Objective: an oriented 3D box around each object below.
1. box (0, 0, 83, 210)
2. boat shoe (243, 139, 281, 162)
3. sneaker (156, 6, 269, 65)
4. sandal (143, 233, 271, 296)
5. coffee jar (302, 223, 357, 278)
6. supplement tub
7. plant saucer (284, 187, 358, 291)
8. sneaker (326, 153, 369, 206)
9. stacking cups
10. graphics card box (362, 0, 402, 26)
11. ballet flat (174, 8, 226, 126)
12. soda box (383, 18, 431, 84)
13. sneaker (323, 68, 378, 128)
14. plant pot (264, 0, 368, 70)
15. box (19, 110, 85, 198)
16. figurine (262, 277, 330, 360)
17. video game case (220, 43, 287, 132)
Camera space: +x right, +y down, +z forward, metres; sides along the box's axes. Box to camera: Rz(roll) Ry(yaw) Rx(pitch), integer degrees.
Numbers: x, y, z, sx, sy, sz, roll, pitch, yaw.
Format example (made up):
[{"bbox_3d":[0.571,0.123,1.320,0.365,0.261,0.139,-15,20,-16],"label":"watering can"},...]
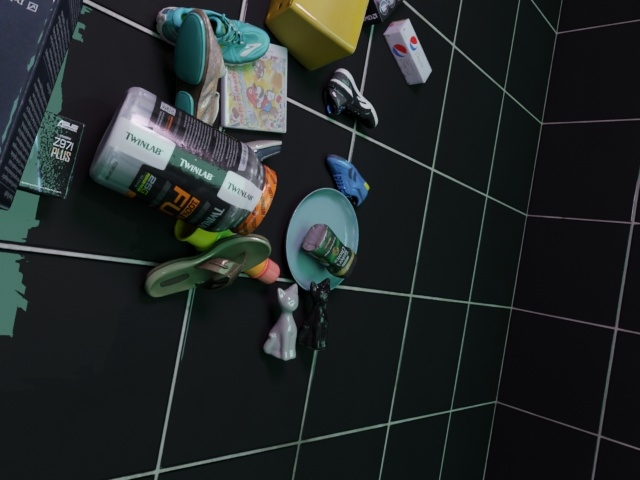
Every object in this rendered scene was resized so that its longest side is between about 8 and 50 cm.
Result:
[{"bbox_3d":[-0.551,-0.276,0.737,0.293,0.212,0.396,19,81,-22],"label":"box"},{"bbox_3d":[-0.198,-0.194,1.285,0.254,0.095,0.079,-27,114,-40],"label":"boat shoe"},{"bbox_3d":[-0.229,-0.465,1.176,0.275,0.110,0.107,-4,100,-38],"label":"sneaker"},{"bbox_3d":[-0.251,0.077,1.201,0.302,0.086,0.120,-22,142,-17],"label":"sandal"},{"bbox_3d":[0.032,0.035,1.518,0.184,0.079,0.096,42,66,-42],"label":"coffee jar"},{"bbox_3d":[-0.274,-0.147,1.070,0.337,0.207,0.207,25,77,-27],"label":"supplement tub"},{"bbox_3d":[0.000,0.000,1.567,0.317,0.043,0.318,-8,101,-46],"label":"plant saucer"},{"bbox_3d":[0.078,-0.183,1.604,0.209,0.069,0.082,43,69,-42],"label":"sneaker"},{"bbox_3d":[-0.220,0.019,1.308,0.316,0.096,0.096,36,70,-48],"label":"stacking cups"},{"bbox_3d":[0.141,-0.870,1.547,0.233,0.094,0.371,-52,131,-29],"label":"graphics card box"},{"bbox_3d":[-0.264,-0.345,1.141,0.106,0.107,0.316,-26,144,-49],"label":"ballet flat"},{"bbox_3d":[0.299,-0.640,1.765,0.216,0.073,0.069,50,61,-39],"label":"soda box"},{"bbox_3d":[0.081,-0.399,1.575,0.217,0.079,0.121,49,64,-30],"label":"sneaker"},{"bbox_3d":[-0.020,-0.602,1.348,0.187,0.212,0.212,20,81,-33],"label":"plant pot"},{"bbox_3d":[-0.542,-0.169,0.932,0.180,0.077,0.148,18,82,-47],"label":"box"},{"bbox_3d":[-0.058,0.217,1.482,0.214,0.092,0.210,-5,109,-46],"label":"figurine"},{"bbox_3d":[-0.168,-0.400,1.336,0.206,0.026,0.227,-6,101,-46],"label":"video game case"}]
